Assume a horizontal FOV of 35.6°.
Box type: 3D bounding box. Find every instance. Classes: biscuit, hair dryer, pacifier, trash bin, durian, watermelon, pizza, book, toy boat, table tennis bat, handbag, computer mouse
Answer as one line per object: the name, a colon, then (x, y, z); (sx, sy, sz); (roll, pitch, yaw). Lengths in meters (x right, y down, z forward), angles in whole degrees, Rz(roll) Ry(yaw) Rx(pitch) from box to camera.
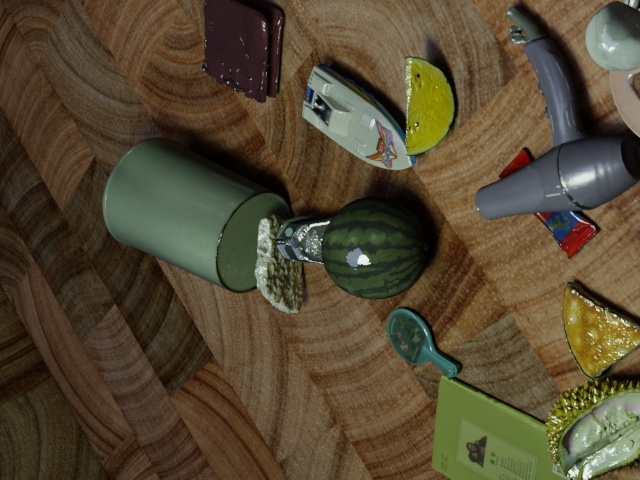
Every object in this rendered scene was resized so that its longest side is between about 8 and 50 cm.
biscuit: (-0.093, 0.062, 2.222); (0.040, 0.188, 0.265); (1, 121, 27)
hair dryer: (0.362, -0.215, 1.662); (0.301, 0.121, 0.361); (-17, 85, 48)
pacifier: (0.499, -0.282, 1.379); (0.220, 0.273, 0.332); (36, 135, 9)
trash bin: (-0.303, -0.065, 2.330); (0.432, 0.280, 0.280); (24, 125, 35)
durian: (0.505, 0.308, 1.734); (0.237, 0.138, 0.193); (-13, 112, 7)
watermelon: (0.203, -0.246, 1.820); (0.075, 0.092, 0.181); (9, 108, 30)
watermelon: (0.109, 0.015, 1.960); (0.212, 0.212, 0.212); (24, 125, 39)
pizza: (0.495, 0.149, 1.730); (0.176, 0.036, 0.184); (-21, 92, 50)
book: (0.375, 0.438, 2.010); (0.352, 0.035, 0.239); (25, 124, 39)
toy boat: (0.079, -0.228, 1.962); (0.295, 0.088, 0.129); (40, 134, 28)
table tennis bat: (0.213, 0.220, 2.085); (0.201, 0.033, 0.124); (38, 135, 36)
handbag: (-0.167, -0.421, 2.154); (0.203, 0.074, 0.216); (31, 131, 35)
computer mouse: (0.000, 0.000, 2.156); (0.192, 0.062, 0.105); (3, 94, 15)

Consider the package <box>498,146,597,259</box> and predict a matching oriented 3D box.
package: (0.396, -0.065, 1.745); (0.200, 0.022, 0.083); (53, 139, 18)
